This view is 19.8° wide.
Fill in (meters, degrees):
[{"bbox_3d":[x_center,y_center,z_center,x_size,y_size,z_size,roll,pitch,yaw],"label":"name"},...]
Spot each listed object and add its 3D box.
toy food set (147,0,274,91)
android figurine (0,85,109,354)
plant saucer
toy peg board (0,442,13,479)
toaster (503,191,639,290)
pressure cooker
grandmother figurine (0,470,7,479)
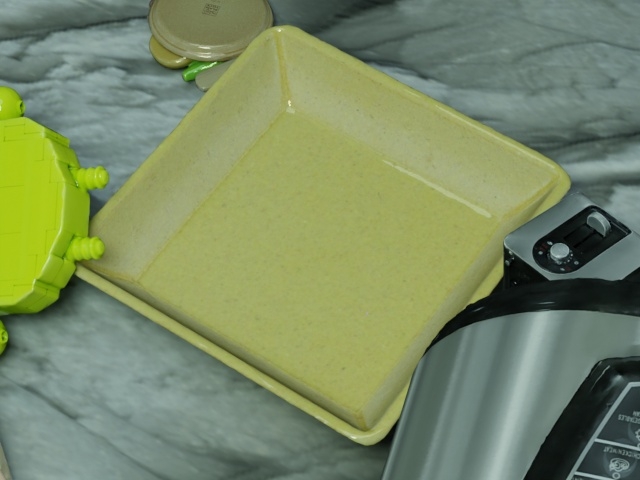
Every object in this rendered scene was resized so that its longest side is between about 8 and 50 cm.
[{"bbox_3d":[-0.112,-0.212,1.805,0.132,0.038,0.192,-22,53,-21],"label":"toy food set"},{"bbox_3d":[-0.308,-0.017,1.602,0.273,0.056,0.248,-6,75,23],"label":"android figurine"},{"bbox_3d":[0.000,0.000,1.632,0.333,0.081,0.332,29,61,19],"label":"plant saucer"},{"bbox_3d":[-0.342,0.179,1.488,0.161,0.079,0.161,-18,82,-10],"label":"toy peg board"},{"bbox_3d":[0.241,0.075,1.529,0.110,0.185,0.168,-35,54,-22],"label":"toaster"},{"bbox_3d":[0.198,0.286,1.274,0.370,0.375,0.420,-12,47,42],"label":"pressure cooker"},{"bbox_3d":[-0.231,0.287,1.392,0.208,0.104,0.342,-36,79,-19],"label":"grandmother figurine"}]
